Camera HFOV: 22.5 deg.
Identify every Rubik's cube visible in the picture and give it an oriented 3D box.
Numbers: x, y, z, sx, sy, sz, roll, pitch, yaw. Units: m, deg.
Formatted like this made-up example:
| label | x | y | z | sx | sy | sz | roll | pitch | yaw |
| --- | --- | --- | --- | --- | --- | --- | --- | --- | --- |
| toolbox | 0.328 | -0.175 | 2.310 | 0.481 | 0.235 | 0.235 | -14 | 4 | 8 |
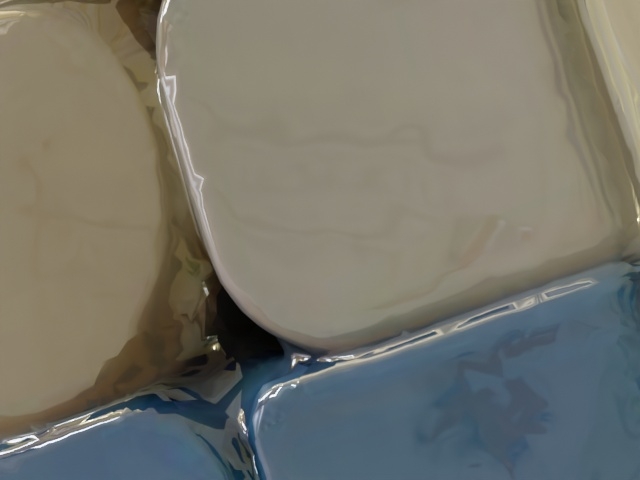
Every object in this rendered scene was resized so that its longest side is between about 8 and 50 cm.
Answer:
| label | x | y | z | sx | sy | sz | roll | pitch | yaw |
| --- | --- | --- | --- | --- | --- | --- | --- | --- | --- |
| Rubik's cube | 0.000 | 0.000 | 0.558 | 0.344 | 0.347 | 0.346 | -21 | -12 | 27 |
